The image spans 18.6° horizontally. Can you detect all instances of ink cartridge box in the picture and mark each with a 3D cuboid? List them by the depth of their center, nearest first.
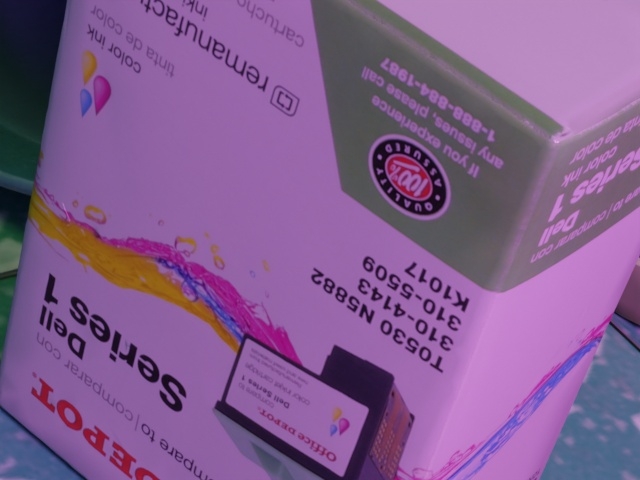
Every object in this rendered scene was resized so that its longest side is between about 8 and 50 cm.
[{"bbox_3d":[0.000,0.000,0.731,0.201,0.278,0.117,37,43,22],"label":"ink cartridge box"}]

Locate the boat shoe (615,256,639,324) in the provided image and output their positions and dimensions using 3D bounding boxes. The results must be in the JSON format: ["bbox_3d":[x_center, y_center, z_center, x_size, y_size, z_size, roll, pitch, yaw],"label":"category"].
[{"bbox_3d":[0.194,0.038,0.960,0.042,0.049,0.133,-27,51,-35],"label":"boat shoe"}]

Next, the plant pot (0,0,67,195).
[{"bbox_3d":[-0.071,-0.177,0.965,0.272,0.271,0.255,28,21,11],"label":"plant pot"}]
